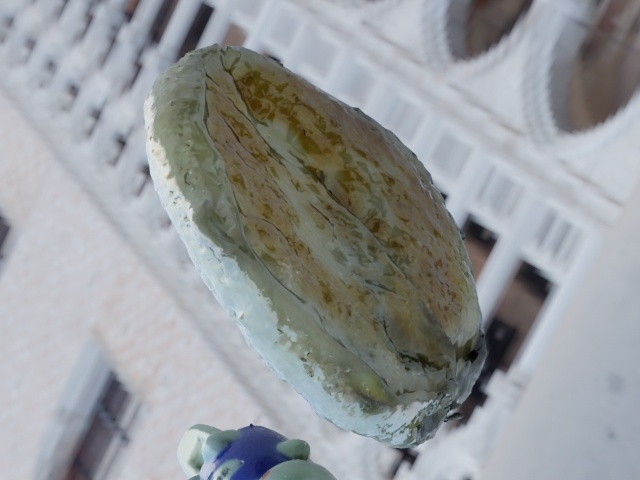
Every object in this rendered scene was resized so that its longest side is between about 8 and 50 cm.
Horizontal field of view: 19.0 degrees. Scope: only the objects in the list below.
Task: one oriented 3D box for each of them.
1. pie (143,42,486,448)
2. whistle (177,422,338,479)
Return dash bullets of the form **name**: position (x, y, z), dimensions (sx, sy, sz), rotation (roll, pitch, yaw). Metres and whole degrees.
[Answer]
- **pie**: position (0.001, 0.000, 1.307), dimensions (0.339, 0.077, 0.339), rotation (38, -150, -26)
- **whistle**: position (-0.046, 0.196, 1.457), dimensions (0.092, 0.110, 0.244), rotation (23, -176, -37)
